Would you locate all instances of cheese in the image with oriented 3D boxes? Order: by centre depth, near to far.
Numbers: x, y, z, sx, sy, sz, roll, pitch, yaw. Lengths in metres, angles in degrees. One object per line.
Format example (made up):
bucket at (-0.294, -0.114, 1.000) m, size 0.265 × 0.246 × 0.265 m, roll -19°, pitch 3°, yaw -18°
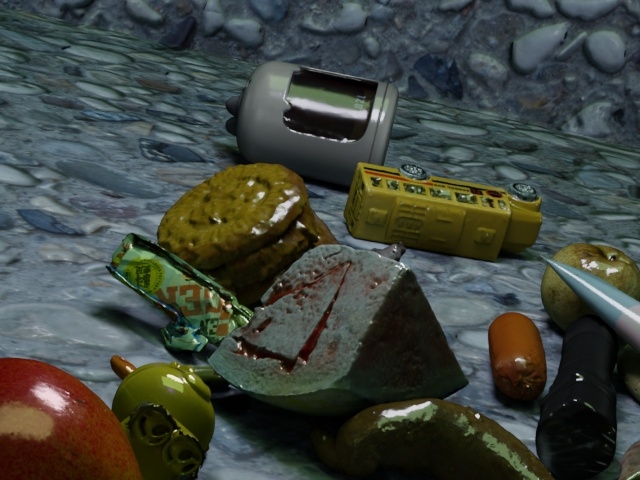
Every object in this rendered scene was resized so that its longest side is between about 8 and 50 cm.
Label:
cheese at (0.470, 0.210, 1.960) m, size 0.127 × 0.050 × 0.255 m, roll 16°, pitch 19°, yaw 3°

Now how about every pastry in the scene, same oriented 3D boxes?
pastry at (-0.117, -0.006, 1.951) m, size 0.235 × 0.132 × 0.240 m, roll -28°, pitch 23°, yaw -23°

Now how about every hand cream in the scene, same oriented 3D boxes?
hand cream at (0.428, 0.115, 1.984) m, size 0.111 × 0.070 × 0.312 m, roll 17°, pitch 18°, yaw -44°

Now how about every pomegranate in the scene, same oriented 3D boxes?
pomegranate at (-0.234, 0.213, 1.147) m, size 0.256 × 0.221 × 0.221 m, roll 37°, pitch 6°, yaw -26°

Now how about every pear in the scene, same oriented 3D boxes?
pear at (0.416, 0.075, 2.196) m, size 0.167 × 0.137 × 0.167 m, roll 16°, pitch 19°, yaw -6°

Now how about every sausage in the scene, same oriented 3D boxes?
sausage at (0.264, 0.156, 1.933) m, size 0.076 × 0.076 × 0.197 m, roll 13°, pitch 18°, yaw -1°

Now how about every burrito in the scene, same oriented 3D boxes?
burrito at (-0.165, 0.090, 1.803) m, size 0.288 × 0.054 × 0.104 m, roll 32°, pitch 67°, yaw 21°

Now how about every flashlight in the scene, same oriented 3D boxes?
flashlight at (0.340, 0.190, 1.851) m, size 0.103 × 0.103 × 0.424 m, roll 16°, pitch 16°, yaw 10°

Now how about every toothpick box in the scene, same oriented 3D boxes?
toothpick box at (-0.025, -0.215, 2.717) m, size 0.316 × 0.229 × 0.229 m, roll 12°, pitch 17°, yaw 3°

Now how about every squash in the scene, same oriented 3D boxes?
squash at (-0.137, 0.161, 1.694) m, size 0.083 × 0.027 × 0.027 m, roll -1°, pitch 22°, yaw -37°

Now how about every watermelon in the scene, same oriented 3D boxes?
watermelon at (0.039, 0.109, 1.677) m, size 0.261 × 0.201 × 0.213 m, roll 9°, pitch 2°, yaw -41°

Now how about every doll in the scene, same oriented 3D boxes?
doll at (-0.165, 0.189, 1.456) m, size 0.143 × 0.135 × 0.221 m, roll 43°, pitch 6°, yaw -12°

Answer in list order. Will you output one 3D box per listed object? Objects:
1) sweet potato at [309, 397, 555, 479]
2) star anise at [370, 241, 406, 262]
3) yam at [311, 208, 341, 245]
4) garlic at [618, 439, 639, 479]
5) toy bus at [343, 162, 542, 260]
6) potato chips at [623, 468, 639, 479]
sweet potato at (0.143, 0.231, 1.563) m, size 0.310 × 0.098 × 0.124 m, roll 17°, pitch 38°, yaw 9°
star anise at (0.049, 0.058, 2.032) m, size 0.257 × 0.111 × 0.198 m, roll 5°, pitch 21°, yaw -37°
yam at (0.000, 0.000, 2.285) m, size 0.046 × 0.046 × 0.264 m, roll 8°, pitch 17°, yaw -17°
garlic at (0.384, 0.287, 1.547) m, size 0.147 × 0.102 × 0.159 m, roll -13°, pitch 49°, yaw -33°
toy bus at (0.216, -0.044, 2.467) m, size 0.335 × 0.121 × 0.123 m, roll 10°, pitch 26°, yaw -11°
potato chips at (0.360, 0.361, 1.309) m, size 0.358 × 0.070 × 0.429 m, roll 30°, pitch 32°, yaw 22°
